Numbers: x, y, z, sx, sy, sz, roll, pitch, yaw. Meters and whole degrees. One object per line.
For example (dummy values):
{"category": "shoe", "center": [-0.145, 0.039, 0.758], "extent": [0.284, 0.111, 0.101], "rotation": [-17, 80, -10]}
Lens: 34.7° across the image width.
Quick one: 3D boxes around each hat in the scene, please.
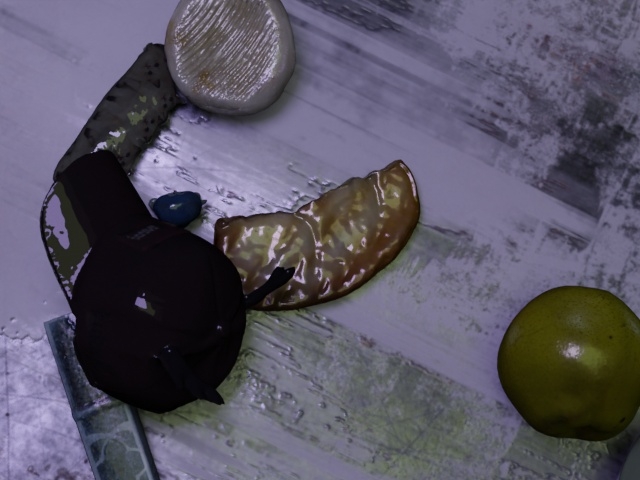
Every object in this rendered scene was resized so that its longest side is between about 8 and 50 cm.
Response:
{"category": "hat", "center": [-0.167, 0.047, 1.193], "extent": [0.209, 0.238, 0.336], "rotation": [-8, 105, 28]}

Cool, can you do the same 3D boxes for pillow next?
{"category": "pillow", "center": [-0.256, -0.156, 1.363], "extent": [0.093, 0.051, 0.241], "rotation": [33, 76, 1]}

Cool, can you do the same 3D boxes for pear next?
{"category": "pear", "center": [0.319, 0.152, 1.291], "extent": [0.198, 0.198, 0.198], "rotation": [1, 79, -5]}

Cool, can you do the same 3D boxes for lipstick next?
{"category": "lipstick", "center": [-0.263, 0.229, 1.275], "extent": [0.077, 0.076, 0.290], "rotation": [-20, 84, -9]}

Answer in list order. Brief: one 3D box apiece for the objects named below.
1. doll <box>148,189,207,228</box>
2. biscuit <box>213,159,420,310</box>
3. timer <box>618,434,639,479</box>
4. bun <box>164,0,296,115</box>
{"category": "doll", "center": [-0.183, -0.042, 1.333], "extent": [0.076, 0.083, 0.051], "rotation": [-13, 86, -10]}
{"category": "biscuit", "center": [0.003, 0.003, 1.360], "extent": [0.299, 0.045, 0.154], "rotation": [-19, 80, -9]}
{"category": "timer", "center": [0.544, 0.336, 1.192], "extent": [0.290, 0.315, 0.291], "rotation": [1, 84, -12]}
{"category": "bun", "center": [-0.120, -0.254, 1.368], "extent": [0.183, 0.102, 0.183], "rotation": [0, 90, -1]}
